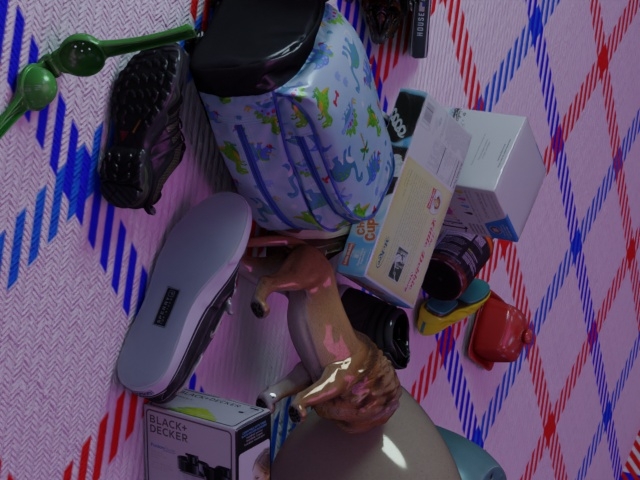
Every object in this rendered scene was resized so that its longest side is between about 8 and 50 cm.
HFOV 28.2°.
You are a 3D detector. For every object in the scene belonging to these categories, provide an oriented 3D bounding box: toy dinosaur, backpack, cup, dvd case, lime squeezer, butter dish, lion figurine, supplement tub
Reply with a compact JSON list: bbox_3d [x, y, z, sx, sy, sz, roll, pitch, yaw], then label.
[{"bbox_3d":[0.092,-0.467,2.054,0.218,0.164,0.322,-61,137,-53],"label":"toy dinosaur"},{"bbox_3d":[-0.034,-0.171,1.822,0.290,0.273,0.355,-69,163,-49],"label":"backpack"},{"bbox_3d":[0.106,0.427,2.081,0.331,0.237,0.331,-23,129,-30],"label":"cup"},{"bbox_3d":[0.178,-0.406,2.202,0.238,0.030,0.179,-64,158,-80],"label":"dvd case"},{"bbox_3d":[-0.299,-0.182,1.497,0.310,0.110,0.059,-34,151,-13],"label":"lime squeezer"},{"bbox_3d":[0.401,0.200,2.744,0.160,0.118,0.160,36,66,-57],"label":"butter dish"},{"bbox_3d":[-0.010,0.126,1.907,0.240,0.142,0.392,-26,106,-39],"label":"lion figurine"},{"bbox_3d":[0.273,0.028,2.497,0.198,0.106,0.106,-45,134,-45],"label":"supplement tub"}]

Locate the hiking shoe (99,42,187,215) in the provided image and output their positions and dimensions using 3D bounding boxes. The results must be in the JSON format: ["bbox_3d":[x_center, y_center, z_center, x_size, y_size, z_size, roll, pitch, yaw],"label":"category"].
[{"bbox_3d":[-0.221,-0.148,1.664,0.114,0.086,0.226,22,85,-71],"label":"hiking shoe"}]

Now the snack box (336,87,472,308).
[{"bbox_3d":[0.142,-0.065,2.094,0.187,0.060,0.322,34,73,-54],"label":"snack box"}]

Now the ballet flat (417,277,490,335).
[{"bbox_3d":[0.261,0.137,2.553,0.231,0.077,0.077,-22,137,-53],"label":"ballet flat"}]

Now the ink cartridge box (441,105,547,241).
[{"bbox_3d":[0.260,-0.125,2.310,0.168,0.233,0.171,-64,146,-23],"label":"ink cartridge box"}]

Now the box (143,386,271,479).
[{"bbox_3d":[-0.160,0.368,1.802,0.087,0.169,0.289,-19,115,-54],"label":"box"}]

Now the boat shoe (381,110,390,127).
[{"bbox_3d":[0.101,-0.098,2.168,0.091,0.114,0.302,-66,146,-35],"label":"boat shoe"}]

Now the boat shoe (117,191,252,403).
[{"bbox_3d":[-0.171,0.083,1.763,0.306,0.113,0.105,-69,154,-14],"label":"boat shoe"}]

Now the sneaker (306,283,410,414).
[{"bbox_3d":[0.065,0.229,2.161,0.104,0.147,0.295,24,78,-61],"label":"sneaker"}]

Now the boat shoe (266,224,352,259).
[{"bbox_3d":[-0.006,-0.003,2.051,0.257,0.095,0.095,-2,113,-53],"label":"boat shoe"}]

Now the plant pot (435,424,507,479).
[{"bbox_3d":[0.210,0.485,2.385,0.293,0.235,0.293,-21,114,-56],"label":"plant pot"}]
